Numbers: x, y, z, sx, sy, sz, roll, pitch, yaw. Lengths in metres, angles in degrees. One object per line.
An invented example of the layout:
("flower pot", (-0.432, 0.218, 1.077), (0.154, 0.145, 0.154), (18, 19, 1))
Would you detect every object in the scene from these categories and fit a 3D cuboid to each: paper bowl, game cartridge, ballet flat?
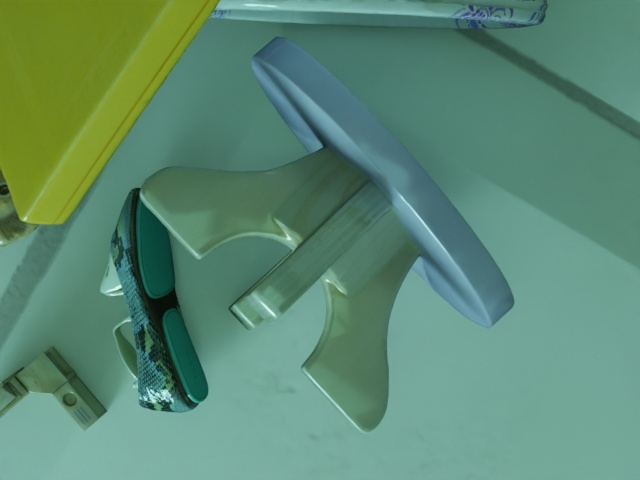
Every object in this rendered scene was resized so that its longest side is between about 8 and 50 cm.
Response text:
("paper bowl", (0.025, -0.232, 1.247), (0.284, 0.284, 0.148), (1, 96, 5))
("game cartridge", (-0.190, -0.222, 1.251), (0.285, 0.052, 0.324), (-49, 55, 37))
("ballet flat", (-0.148, 0.053, 1.407), (0.070, 0.070, 0.188), (-13, 91, 7))

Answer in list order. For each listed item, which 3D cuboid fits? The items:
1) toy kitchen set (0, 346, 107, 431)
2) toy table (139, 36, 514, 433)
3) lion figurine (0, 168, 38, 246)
("toy kitchen set", (-0.238, 0.145, 1.419), (0.083, 0.068, 0.075), (-40, 91, 8))
("toy table", (0.000, 0.000, 1.312), (0.161, 0.252, 0.274), (-43, 80, -9))
("lion figurine", (-0.412, -0.080, 1.397), (0.392, 0.142, 0.240), (-13, 102, 21))
